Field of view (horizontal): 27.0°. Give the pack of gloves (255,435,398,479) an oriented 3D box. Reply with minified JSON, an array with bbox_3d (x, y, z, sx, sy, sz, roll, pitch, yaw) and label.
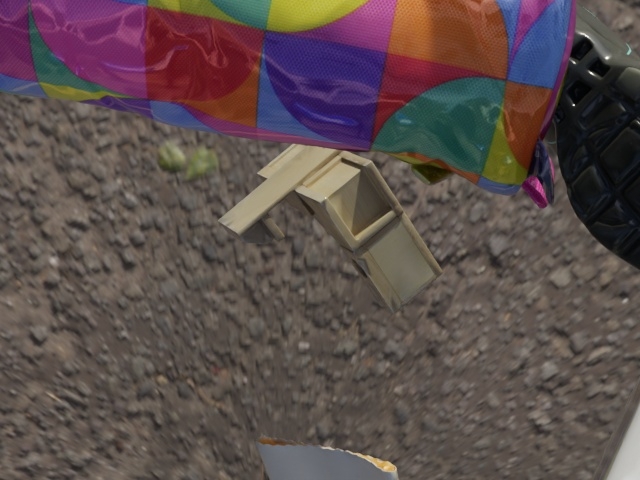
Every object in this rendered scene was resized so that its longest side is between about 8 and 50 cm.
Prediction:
[{"bbox_3d":[0.066,0.215,0.682,0.195,0.232,0.046,6,37,30],"label":"pack of gloves"}]

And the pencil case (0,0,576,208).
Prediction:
[{"bbox_3d":[-0.020,-0.078,0.485,0.236,0.104,0.104,13,76,3],"label":"pencil case"}]

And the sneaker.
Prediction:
[{"bbox_3d":[0.180,-0.085,0.830,0.101,0.106,0.267,-47,67,27],"label":"sneaker"}]

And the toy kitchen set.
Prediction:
[{"bbox_3d":[0.000,0.000,0.675,0.068,0.083,0.075,-39,115,-10],"label":"toy kitchen set"}]

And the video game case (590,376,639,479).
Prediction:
[{"bbox_3d":[0.110,0.074,0.456,0.023,0.193,0.212,25,47,14],"label":"video game case"}]
